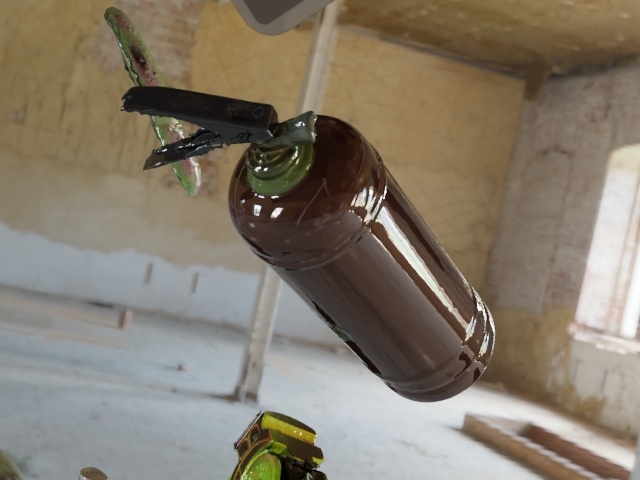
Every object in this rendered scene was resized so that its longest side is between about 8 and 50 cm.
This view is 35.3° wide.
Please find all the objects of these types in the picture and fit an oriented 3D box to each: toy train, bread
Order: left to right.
[{"bbox_3d":[-0.182,-0.155,1.117,0.034,0.228,0.228,-24,6,-8],"label":"bread"},{"bbox_3d":[-0.098,0.365,1.283,0.100,0.296,0.160,28,18,-26],"label":"toy train"}]

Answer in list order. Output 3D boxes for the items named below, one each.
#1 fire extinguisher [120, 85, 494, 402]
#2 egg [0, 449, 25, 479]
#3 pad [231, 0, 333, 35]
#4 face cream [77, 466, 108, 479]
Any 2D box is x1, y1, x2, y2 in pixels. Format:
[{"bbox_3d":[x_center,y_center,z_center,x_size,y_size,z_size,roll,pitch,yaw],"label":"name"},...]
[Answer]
[{"bbox_3d":[0.000,0.000,0.675,0.138,0.102,0.344,-9,-35,27],"label":"fire extinguisher"},{"bbox_3d":[-0.489,0.387,1.222,0.288,0.287,0.379,12,17,-25],"label":"egg"},{"bbox_3d":[0.004,-0.305,0.850,0.266,0.176,0.002,-29,12,25],"label":"pad"},{"bbox_3d":[-0.298,0.386,1.219,0.075,0.229,0.075,15,10,-3],"label":"face cream"}]
